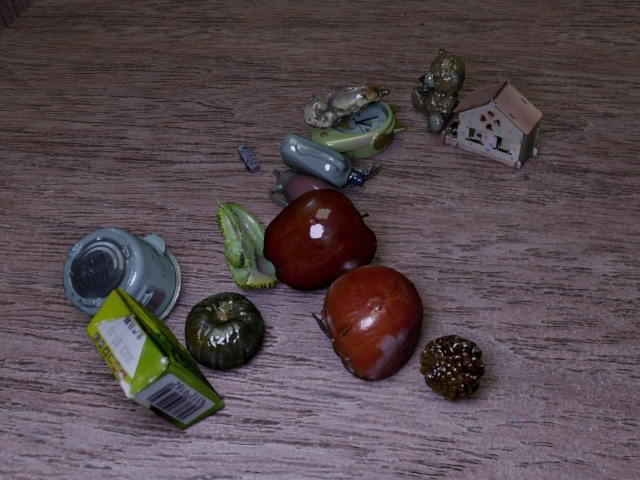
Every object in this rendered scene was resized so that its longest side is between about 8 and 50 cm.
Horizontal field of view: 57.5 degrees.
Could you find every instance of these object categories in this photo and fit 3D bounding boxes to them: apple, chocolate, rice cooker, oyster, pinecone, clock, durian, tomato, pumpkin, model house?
[{"bbox_3d":[0.000,0.000,1.663,0.317,0.288,0.288,-28,49,2],"label":"apple"},{"bbox_3d":[-0.410,0.302,1.442,0.137,0.301,0.289,-41,54,-11],"label":"chocolate"},{"bbox_3d":[-0.547,0.111,1.634,0.264,0.316,0.316,29,57,20],"label":"rice cooker"},{"bbox_3d":[0.092,-0.478,2.068,0.345,0.078,0.129,-23,70,-16],"label":"oyster"},{"bbox_3d":[0.328,0.306,1.437,0.173,0.173,0.173,-4,48,4],"label":"pinecone"},{"bbox_3d":[0.131,-0.411,2.124,0.348,0.117,0.286,-7,47,0],"label":"clock"},{"bbox_3d":[-0.214,0.017,1.750,0.157,0.169,0.355,-20,54,-11],"label":"durian"},{"bbox_3d":[0.146,0.195,1.483,0.309,0.170,0.309,1,76,-4],"label":"tomato"},{"bbox_3d":[-0.258,0.238,1.567,0.223,0.157,0.224,2,40,-1],"label":"pumpkin"},{"bbox_3d":[0.587,-0.417,1.985,0.326,0.244,0.169,27,59,29],"label":"model house"}]

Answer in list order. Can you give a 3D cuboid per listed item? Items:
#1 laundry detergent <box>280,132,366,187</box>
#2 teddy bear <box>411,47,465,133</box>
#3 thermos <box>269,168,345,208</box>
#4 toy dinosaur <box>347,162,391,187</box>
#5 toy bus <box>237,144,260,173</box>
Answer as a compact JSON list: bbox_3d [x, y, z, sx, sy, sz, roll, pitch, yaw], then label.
[{"bbox_3d":[0.017,-0.252,1.937,0.280,0.215,0.105,25,83,14],"label":"laundry detergent"},{"bbox_3d":[0.442,-0.555,2.123,0.156,0.256,0.267,-10,48,-8],"label":"teddy bear"},{"bbox_3d":[-0.056,-0.143,1.893,0.176,0.146,0.265,-21,38,-29],"label":"thermos"},{"bbox_3d":[0.161,-0.240,2.021,0.180,0.037,0.058,-30,75,-10],"label":"toy dinosaur"},{"bbox_3d":[-0.262,-0.298,2.128,0.052,0.037,0.131,-21,50,-14],"label":"toy bus"}]
